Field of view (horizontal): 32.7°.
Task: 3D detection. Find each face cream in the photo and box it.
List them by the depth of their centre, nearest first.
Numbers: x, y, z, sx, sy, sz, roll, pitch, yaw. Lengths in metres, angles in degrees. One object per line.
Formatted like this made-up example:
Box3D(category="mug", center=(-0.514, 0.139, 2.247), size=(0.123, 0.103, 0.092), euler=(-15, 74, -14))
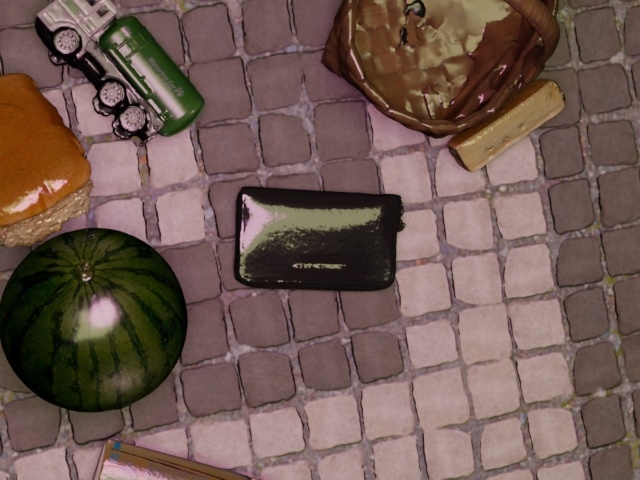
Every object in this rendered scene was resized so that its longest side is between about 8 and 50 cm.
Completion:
Box3D(category="face cream", center=(-0.182, 0.379, 1.523), size=(0.285, 0.067, 0.139), euler=(17, 89, -10))

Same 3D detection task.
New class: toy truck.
Box3D(category="toy truck", center=(-0.272, -0.236, 1.481), size=(0.125, 0.101, 0.242), euler=(-43, 101, -12))

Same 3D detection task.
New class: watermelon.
Box3D(category="watermelon", center=(-0.292, 0.103, 1.411), size=(0.242, 0.242, 0.242), euler=(0, 91, -11))

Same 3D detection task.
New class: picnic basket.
Box3D(category="picnic basket", center=(0.185, -0.309, 1.458), size=(0.293, 0.337, 0.337), euler=(32, 85, -10))

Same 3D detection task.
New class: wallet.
Box3D(category="wallet", center=(0.000, 0.000, 1.566), size=(0.250, 0.044, 0.149), euler=(4, 94, -11))

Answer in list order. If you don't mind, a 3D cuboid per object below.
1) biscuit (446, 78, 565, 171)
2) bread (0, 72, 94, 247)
Box3D(category="biscuit", center=(0.277, -0.170, 1.611), size=(0.188, 0.052, 0.056), euler=(-34, 113, -8))
Box3D(category="bread", center=(-0.396, -0.102, 1.399), size=(0.174, 0.121, 0.245), euler=(-34, 53, -6))
